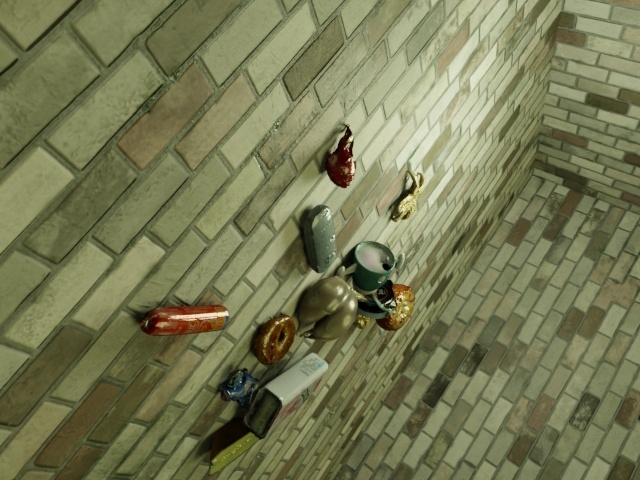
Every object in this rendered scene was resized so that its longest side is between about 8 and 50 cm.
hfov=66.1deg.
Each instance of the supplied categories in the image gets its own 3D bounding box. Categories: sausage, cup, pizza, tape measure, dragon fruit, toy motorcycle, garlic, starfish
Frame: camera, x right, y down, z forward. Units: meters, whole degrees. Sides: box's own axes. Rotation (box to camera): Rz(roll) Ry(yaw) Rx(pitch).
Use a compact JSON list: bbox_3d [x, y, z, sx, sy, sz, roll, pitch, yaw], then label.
[{"bbox_3d":[-0.339,0.196,1.215,0.274,0.074,0.074,12,105,-60],"label":"sausage"},{"bbox_3d":[0.193,0.119,1.915,0.300,0.167,0.173,-10,138,-23],"label":"cup"},{"bbox_3d":[0.205,0.318,2.208,0.147,0.069,0.226,-1,117,-60],"label":"pizza"},{"bbox_3d":[0.223,0.245,2.054,0.182,0.181,0.107,-86,179,-55],"label":"tape measure"},{"bbox_3d":[0.060,-0.250,1.458,0.094,0.094,0.190,-4,98,-57],"label":"dragon fruit"},{"bbox_3d":[-0.265,0.480,1.598,0.114,0.076,0.205,-45,151,-9],"label":"toy motorcycle"},{"bbox_3d":[0.028,0.250,1.794,0.292,0.210,0.237,-44,179,-16],"label":"garlic"},{"bbox_3d":[0.368,-0.182,2.021,0.238,0.071,0.216,-55,157,-23],"label":"starfish"}]

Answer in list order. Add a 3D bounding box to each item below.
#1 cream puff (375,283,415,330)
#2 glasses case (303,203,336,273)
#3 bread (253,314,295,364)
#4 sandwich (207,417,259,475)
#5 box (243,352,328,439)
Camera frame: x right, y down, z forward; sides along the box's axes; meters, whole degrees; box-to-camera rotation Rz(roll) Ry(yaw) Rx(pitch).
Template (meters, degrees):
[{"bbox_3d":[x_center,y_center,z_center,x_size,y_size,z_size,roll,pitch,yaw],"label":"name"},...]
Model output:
[{"bbox_3d":[0.345,0.311,2.334,0.240,0.164,0.239,-20,118,-44],"label":"cream puff"},{"bbox_3d":[0.000,0.000,1.587,0.109,0.067,0.282,-46,150,-29],"label":"glasses case"},{"bbox_3d":[-0.154,0.332,1.651,0.193,0.064,0.193,-36,138,-42],"label":"bread"},{"bbox_3d":[-0.306,0.694,1.701,0.258,0.096,0.094,-20,127,-49],"label":"sandwich"},{"bbox_3d":[-0.121,0.558,1.803,0.370,0.112,0.190,-13,133,-62],"label":"box"}]
